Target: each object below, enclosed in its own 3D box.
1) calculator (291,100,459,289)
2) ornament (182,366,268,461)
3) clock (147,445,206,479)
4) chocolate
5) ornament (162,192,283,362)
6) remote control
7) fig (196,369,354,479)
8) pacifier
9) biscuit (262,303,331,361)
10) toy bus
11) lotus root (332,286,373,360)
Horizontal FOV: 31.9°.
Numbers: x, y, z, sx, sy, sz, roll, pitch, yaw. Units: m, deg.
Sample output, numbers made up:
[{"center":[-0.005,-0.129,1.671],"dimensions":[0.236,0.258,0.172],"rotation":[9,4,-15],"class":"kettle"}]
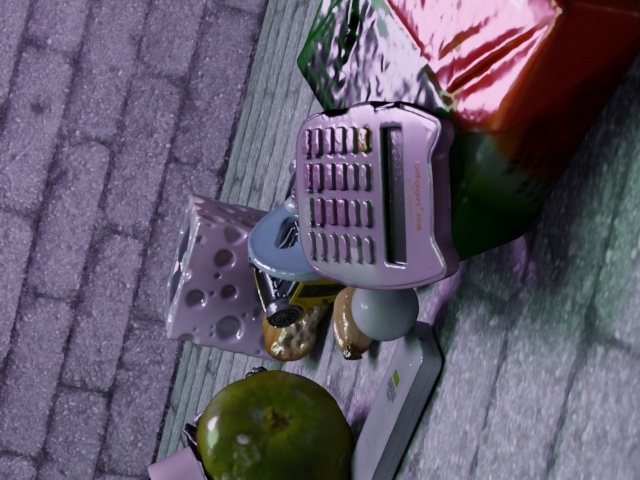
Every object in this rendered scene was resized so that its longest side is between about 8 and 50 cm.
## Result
[{"center":[0.051,-0.047,1.163],"dimensions":[0.294,0.043,0.194],"rotation":[6,101,58],"class":"calculator"},{"center":[-0.152,0.336,2.158],"dimensions":[0.196,0.166,0.153],"rotation":[-60,17,5],"class":"ornament"},{"center":[-0.171,0.389,1.558],"dimensions":[0.197,0.068,0.197],"rotation":[61,168,22],"class":"clock"},{"center":[0.148,-0.203,1.181],"dimensions":[0.360,0.161,0.341],"rotation":[62,142,36],"class":"chocolate"},{"center":[-0.168,0.070,2.209],"dimensions":[0.240,0.240,0.239],"rotation":[-122,48,-71],"class":"ornament"},{"center":[0.093,0.227,1.450],"dimensions":[0.103,0.034,0.250],"rotation":[-103,29,-62],"class":"remote control"},{"center":[-0.062,0.309,1.630],"dimensions":[0.314,0.233,0.233],"rotation":[84,-164,-77],"class":"fig"},{"center":[0.068,0.014,1.381],"dimensions":[0.244,0.299,0.233],"rotation":[-71,-27,-62],"class":"pacifier"},{"center":[-0.033,0.070,1.984],"dimensions":[0.213,0.091,0.274],"rotation":[-131,54,-70],"class":"biscuit"},{"center":[0.000,0.000,1.768],"dimensions":[0.330,0.152,0.144],"rotation":[-60,40,46],"class":"toy bus"},{"center":[0.052,0.113,1.662],"dimensions":[0.073,0.062,0.150],"rotation":[-46,32,50],"class":"lotus root"}]
